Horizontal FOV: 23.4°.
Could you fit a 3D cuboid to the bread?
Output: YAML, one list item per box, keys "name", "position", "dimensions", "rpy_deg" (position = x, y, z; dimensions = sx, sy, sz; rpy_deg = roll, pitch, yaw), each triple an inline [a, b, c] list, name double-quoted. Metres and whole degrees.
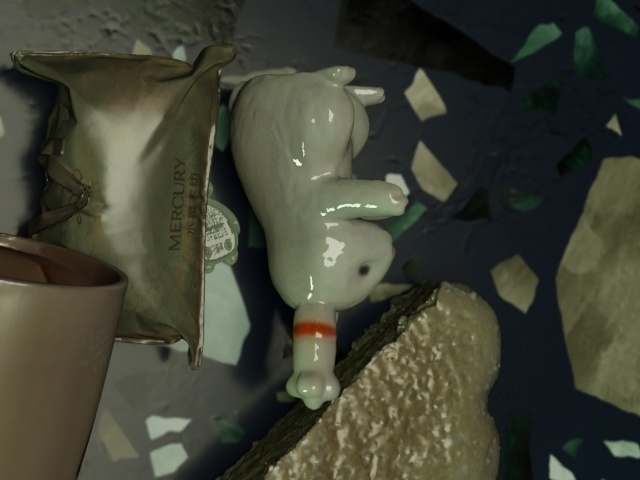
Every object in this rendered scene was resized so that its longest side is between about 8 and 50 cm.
- name: "bread"
  position: [0.047, 0.194, 1.337]
  dimensions: [0.337, 0.102, 0.183]
  rpy_deg: [-44, 107, -17]

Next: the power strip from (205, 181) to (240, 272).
- name: "power strip"
  position: [-0.096, -0.015, 1.323]
  dimensions: [0.055, 0.035, 0.083]
  rpy_deg: [-20, 98, -18]

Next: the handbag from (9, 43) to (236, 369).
- name: "handbag"
  position: [-0.170, -0.033, 1.259]
  dimensions: [0.182, 0.117, 0.270]
  rpy_deg: [5, 94, -7]

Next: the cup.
- name: "cup"
  position: [-0.266, 0.098, 1.152]
  dimensions: [0.191, 0.253, 0.200]
  rpy_deg: [9, 98, -25]

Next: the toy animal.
- name: "toy animal"
  position: [0.012, -0.010, 1.303]
  dimensions: [0.138, 0.140, 0.282]
  rpy_deg: [-15, 87, 6]
